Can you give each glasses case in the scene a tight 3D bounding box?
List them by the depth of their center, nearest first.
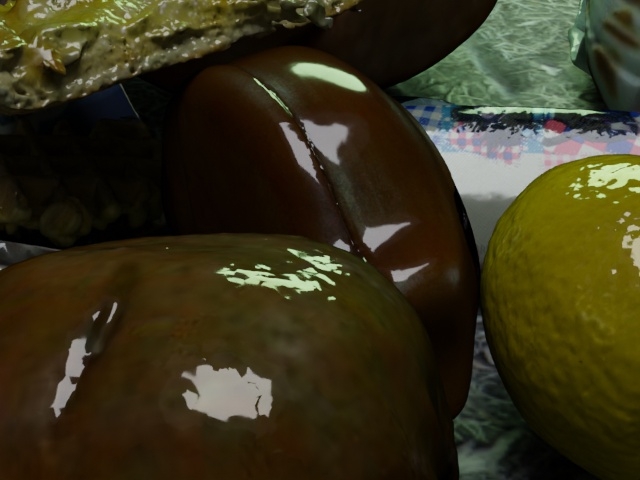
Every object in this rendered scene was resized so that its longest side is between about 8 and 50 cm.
[{"bbox_3d":[0.160,-0.026,0.992,0.327,0.076,0.125,2,69,3],"label":"glasses case"}]

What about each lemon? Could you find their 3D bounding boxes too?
[{"bbox_3d":[0.185,0.044,0.830,0.186,0.187,0.244,-10,45,-14],"label":"lemon"}]

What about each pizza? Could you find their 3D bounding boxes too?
[{"bbox_3d":[-0.096,-0.151,0.912,0.287,0.075,0.280,-17,14,-11],"label":"pizza"}]

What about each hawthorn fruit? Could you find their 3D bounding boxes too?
[{"bbox_3d":[-0.087,0.130,0.645,0.300,0.268,0.268,1,34,16],"label":"hawthorn fruit"}]

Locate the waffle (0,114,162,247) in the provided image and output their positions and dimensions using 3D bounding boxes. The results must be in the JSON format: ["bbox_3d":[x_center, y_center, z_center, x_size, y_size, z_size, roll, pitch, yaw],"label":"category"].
[{"bbox_3d":[-0.184,-0.047,0.957,0.160,0.046,0.192,23,28,18],"label":"waffle"}]

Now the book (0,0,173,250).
[{"bbox_3d":[-0.246,-0.101,0.997,0.228,0.018,0.322,-27,86,-32],"label":"book"}]

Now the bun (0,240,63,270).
[{"bbox_3d":[-0.195,0.058,0.862,0.172,0.120,0.173,9,-1,0],"label":"bun"}]

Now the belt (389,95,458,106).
[{"bbox_3d":[0.059,-0.065,1.092,0.140,0.058,0.105,-7,39,-11],"label":"belt"}]

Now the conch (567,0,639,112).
[{"bbox_3d":[0.300,-0.177,1.144,0.197,0.249,0.368,35,53,-8],"label":"conch"}]

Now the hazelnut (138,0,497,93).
[{"bbox_3d":[-0.034,-0.251,1.144,0.372,0.316,0.372,-3,-7,0],"label":"hazelnut"}]

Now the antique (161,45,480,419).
[{"bbox_3d":[0.000,0.000,0.858,0.129,0.224,0.278,-18,31,-21],"label":"antique"}]
